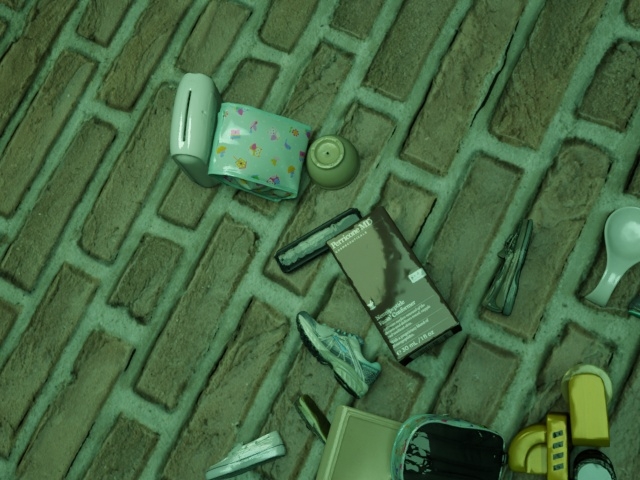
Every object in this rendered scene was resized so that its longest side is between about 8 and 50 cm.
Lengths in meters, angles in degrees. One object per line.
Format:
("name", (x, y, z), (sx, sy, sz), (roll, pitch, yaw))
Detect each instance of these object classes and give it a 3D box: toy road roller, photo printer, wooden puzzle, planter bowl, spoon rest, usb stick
("toy road roller", (0.581, 0.463, 1.610), (0.240, 0.202, 0.330), (-2, 79, 21))
("photo printer", (-0.342, -0.312, 1.887), (0.107, 0.307, 0.256), (5, 80, 4))
("wooden puzzle", (0.127, 0.568, 1.737), (0.238, 0.044, 0.221), (16, 81, 6))
("planter bowl", (0.028, -0.236, 1.907), (0.162, 0.109, 0.162), (-2, 78, 10))
("spoon rest", (0.780, 0.038, 1.721), (0.137, 0.084, 0.276), (27, 85, 15))
("usb stick", (0.000, 0.000, 1.894), (0.278, 0.045, 0.077), (-30, 81, 3))

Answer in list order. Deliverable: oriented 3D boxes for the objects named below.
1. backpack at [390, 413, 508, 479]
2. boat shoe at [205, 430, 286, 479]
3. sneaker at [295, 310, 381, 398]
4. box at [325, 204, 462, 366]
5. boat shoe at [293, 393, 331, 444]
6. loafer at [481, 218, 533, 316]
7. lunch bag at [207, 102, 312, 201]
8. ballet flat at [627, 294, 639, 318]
("backpack", (0.299, 0.540, 1.625), (0.253, 0.191, 0.225), (13, 83, -14))
("boat shoe", (-0.206, 0.582, 1.796), (0.226, 0.083, 0.076), (-18, 63, -5))
("sneaker", (0.048, 0.291, 1.807), (0.122, 0.110, 0.283), (-39, 76, -18))
("box", (0.195, 0.119, 1.770), (0.191, 0.143, 0.381), (-34, 68, 5))
("boat shoe", (-0.017, 0.488, 1.790), (0.049, 0.056, 0.152), (-36, 81, 28))
("loafer", (0.498, 0.063, 1.766), (0.084, 0.096, 0.268), (14, 83, 19))
("lunch bag", (-0.183, -0.250, 1.876), (0.262, 0.160, 0.224), (15, 80, -26))
("ballet flat", (0.884, 0.199, 1.675), (0.203, 0.074, 0.074), (30, 85, 17))
